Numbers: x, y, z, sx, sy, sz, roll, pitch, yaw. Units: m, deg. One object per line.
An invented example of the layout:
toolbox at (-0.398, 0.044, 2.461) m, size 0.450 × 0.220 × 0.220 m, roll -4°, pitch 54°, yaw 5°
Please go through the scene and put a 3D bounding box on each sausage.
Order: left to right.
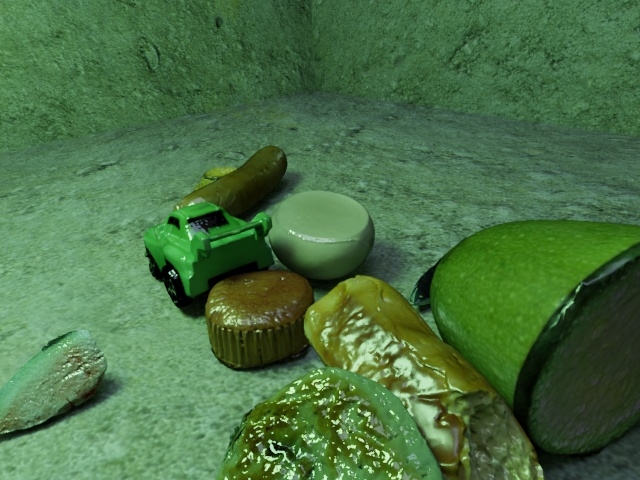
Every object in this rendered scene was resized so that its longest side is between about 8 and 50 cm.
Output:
sausage at (-0.230, -0.159, 1.240) m, size 0.136 × 0.123 × 0.501 m, roll 41°, pitch 39°, yaw -2°

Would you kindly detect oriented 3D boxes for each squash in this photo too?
squash at (0.298, 0.076, 0.601) m, size 0.309 × 0.311 × 0.309 m, roll -12°, pitch 27°, yaw -16°

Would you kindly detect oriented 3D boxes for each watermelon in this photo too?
watermelon at (-0.414, 0.225, 0.640) m, size 0.180 × 0.081 × 0.094 m, roll -33°, pitch 55°, yaw -18°

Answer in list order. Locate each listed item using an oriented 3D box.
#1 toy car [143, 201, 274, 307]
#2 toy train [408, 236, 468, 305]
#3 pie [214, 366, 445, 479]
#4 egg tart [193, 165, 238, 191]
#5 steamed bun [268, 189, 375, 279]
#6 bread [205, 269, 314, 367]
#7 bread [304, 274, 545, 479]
toy car at (-0.243, 0.005, 0.887) m, size 0.213 × 0.177 × 0.358 m, roll -21°, pitch 29°, yaw -31°
toy train at (0.257, 0.074, 0.866) m, size 0.055 × 0.048 × 0.251 m, roll 29°, pitch 47°, yaw 36°
pie at (-0.002, 0.225, 0.369) m, size 0.240 × 0.054 × 0.241 m, roll -21°, pitch 41°, yaw 19°
egg tart at (-0.320, -0.194, 1.376) m, size 0.191 × 0.075 × 0.191 m, roll -2°, pitch 27°, yaw 1°
steamed bun at (0.000, 0.000, 0.917) m, size 0.231 × 0.145 × 0.232 m, roll 4°, pitch 36°, yaw -3°
bread at (-0.105, 0.126, 0.745) m, size 0.198 × 0.104 × 0.199 m, roll -2°, pitch 29°, yaw 1°
bread at (0.112, 0.188, 0.528) m, size 0.148 × 0.195 × 0.344 m, roll -32°, pitch 36°, yaw -9°
